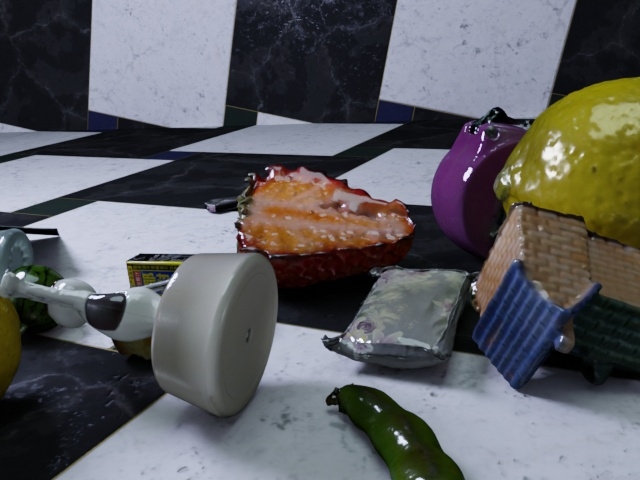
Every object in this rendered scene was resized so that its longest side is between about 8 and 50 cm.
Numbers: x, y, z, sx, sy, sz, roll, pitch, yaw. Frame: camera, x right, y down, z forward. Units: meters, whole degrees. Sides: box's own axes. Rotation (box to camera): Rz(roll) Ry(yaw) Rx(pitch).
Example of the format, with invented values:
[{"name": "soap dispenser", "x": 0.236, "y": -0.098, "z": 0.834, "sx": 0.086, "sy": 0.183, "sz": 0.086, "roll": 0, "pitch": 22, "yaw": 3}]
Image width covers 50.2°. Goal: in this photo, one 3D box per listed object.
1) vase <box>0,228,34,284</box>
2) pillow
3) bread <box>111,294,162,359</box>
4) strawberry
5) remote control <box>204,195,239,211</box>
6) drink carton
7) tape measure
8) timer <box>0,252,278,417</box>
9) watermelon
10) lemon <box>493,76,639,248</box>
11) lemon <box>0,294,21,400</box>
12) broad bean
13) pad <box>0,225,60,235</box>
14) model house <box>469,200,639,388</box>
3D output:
[{"name": "vase", "x": -0.636, "y": 0.037, "z": 1.115, "sx": 0.298, "sy": 0.143, "sz": 0.143, "roll": 1, "pitch": 18, "yaw": 1}, {"name": "pillow", "x": 0.112, "y": 0.097, "z": 0.885, "sx": 0.169, "sy": 0.059, "sz": 0.255, "roll": 4, "pitch": 21, "yaw": 20}, {"name": "bread", "x": -0.186, "y": 0.105, "z": 0.914, "sx": 0.103, "sy": 0.065, "sz": 0.187, "roll": 8, "pitch": 19, "yaw": 27}, {"name": "strawberry", "x": -0.010, "y": -0.010, "z": 1.119, "sx": 0.280, "sy": 0.150, "sz": 0.253, "roll": -6, "pitch": 38, "yaw": -14}, {"name": "remote control", "x": -0.171, "y": -0.099, "z": 1.609, "sx": 0.212, "sy": 0.028, "sz": 0.059, "roll": -16, "pitch": 23, "yaw": -35}, {"name": "drink carton", "x": -0.213, "y": 0.060, "z": 1.050, "sx": 0.165, "sy": 0.071, "sz": 0.056, "roll": 0, "pitch": 15, "yaw": 16}, {"name": "tape measure", "x": 0.306, "y": -0.085, "z": 1.110, "sx": 0.231, "sy": 0.245, "sz": 0.149, "roll": 7, "pitch": 13, "yaw": -21}, {"name": "timer", "x": -0.199, "y": 0.081, "z": 0.756, "sx": 0.266, "sy": 0.175, "sz": 0.175, "roll": 9, "pitch": 20, "yaw": 16}, {"name": "watermelon", "x": -0.404, "y": 0.086, "z": 0.965, "sx": 0.109, "sy": 0.109, "sz": 0.109, "roll": -3, "pitch": 18, "yaw": 1}, {"name": "lemon", "x": 0.420, "y": -0.063, "z": 0.914, "sx": 0.336, "sy": 0.336, "sz": 0.336, "roll": -3, "pitch": 18, "yaw": 1}, {"name": "lemon", "x": -0.430, "y": 0.107, "z": 0.707, "sx": 0.204, "sy": 0.204, "sz": 0.260, "roll": 8, "pitch": -11, "yaw": 32}, {"name": "broad bean", "x": 0.075, "y": 0.189, "z": 0.623, "sx": 0.065, "sy": 0.046, "sz": 0.254, "roll": -16, "pitch": 19, "yaw": -16}, {"name": "pad", "x": -0.597, "y": -0.021, "z": 1.283, "sx": 0.202, "sy": 0.005, "sz": 0.300, "roll": 4, "pitch": -3, "yaw": -20}, {"name": "model house", "x": 0.273, "y": 0.085, "z": 0.756, "sx": 0.182, "sy": 0.166, "sz": 0.172, "roll": 13, "pitch": 40, "yaw": -1}]
